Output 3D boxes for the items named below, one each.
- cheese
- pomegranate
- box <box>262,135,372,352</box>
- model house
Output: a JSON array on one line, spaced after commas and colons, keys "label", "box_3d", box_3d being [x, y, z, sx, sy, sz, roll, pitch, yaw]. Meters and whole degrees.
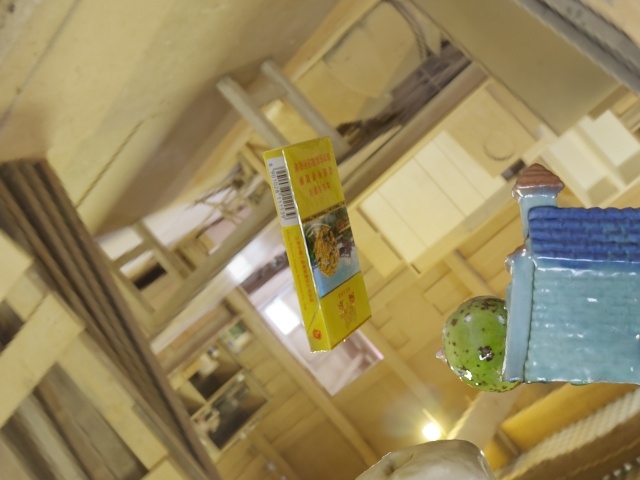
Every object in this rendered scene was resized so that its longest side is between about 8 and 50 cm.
[{"label": "cheese", "box_3d": [0.115, 0.329, 0.931, 0.217, 0.235, 0.117, -1, -155, -6]}, {"label": "pomegranate", "box_3d": [0.344, 0.232, 1.789, 0.214, 0.214, 0.248, -39, -175, -39]}, {"label": "box", "box_3d": [0.000, 0.000, 0.639, 0.023, 0.155, 0.087, -10, -172, 23]}, {"label": "model house", "box_3d": [0.385, 0.052, 1.223, 0.251, 0.330, 0.295, -5, 171, 12]}]
